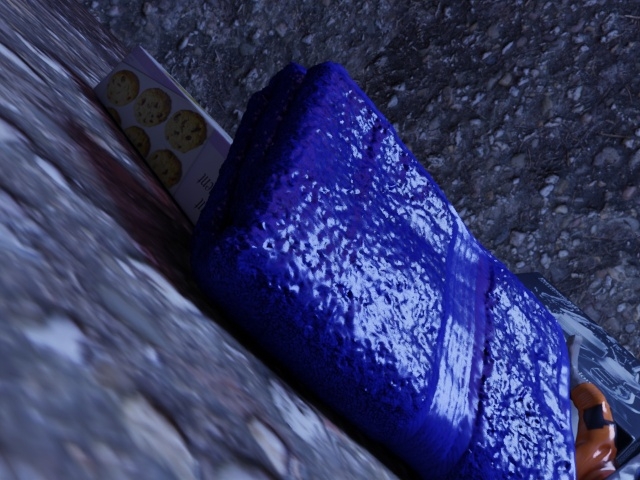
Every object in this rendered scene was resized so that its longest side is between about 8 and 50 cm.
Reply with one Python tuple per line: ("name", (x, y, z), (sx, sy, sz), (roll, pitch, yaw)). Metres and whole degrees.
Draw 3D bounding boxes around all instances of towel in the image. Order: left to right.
("towel", (0.063, 0.037, 0.537), (0.308, 0.076, 0.227), (44, 32, -23))

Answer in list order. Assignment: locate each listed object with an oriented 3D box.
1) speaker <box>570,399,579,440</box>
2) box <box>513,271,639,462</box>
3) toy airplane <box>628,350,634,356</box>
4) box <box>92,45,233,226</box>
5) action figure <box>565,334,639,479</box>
("speaker", (0.311, 0.280, 1.122), (0.055, 0.136, 0.055), (45, 1, -1))
("box", (0.367, 0.226, 1.341), (0.343, 0.179, 0.312), (46, 24, 26))
("toy airplane", (0.459, 0.314, 1.692), (0.384, 0.272, 0.386), (31, 26, 35))
("box", (-0.099, -0.065, 0.682), (0.063, 0.067, 0.324), (42, 4, -46))
("action figure", (0.356, 0.270, 0.953), (0.330, 0.341, 0.178), (54, -30, 37))
